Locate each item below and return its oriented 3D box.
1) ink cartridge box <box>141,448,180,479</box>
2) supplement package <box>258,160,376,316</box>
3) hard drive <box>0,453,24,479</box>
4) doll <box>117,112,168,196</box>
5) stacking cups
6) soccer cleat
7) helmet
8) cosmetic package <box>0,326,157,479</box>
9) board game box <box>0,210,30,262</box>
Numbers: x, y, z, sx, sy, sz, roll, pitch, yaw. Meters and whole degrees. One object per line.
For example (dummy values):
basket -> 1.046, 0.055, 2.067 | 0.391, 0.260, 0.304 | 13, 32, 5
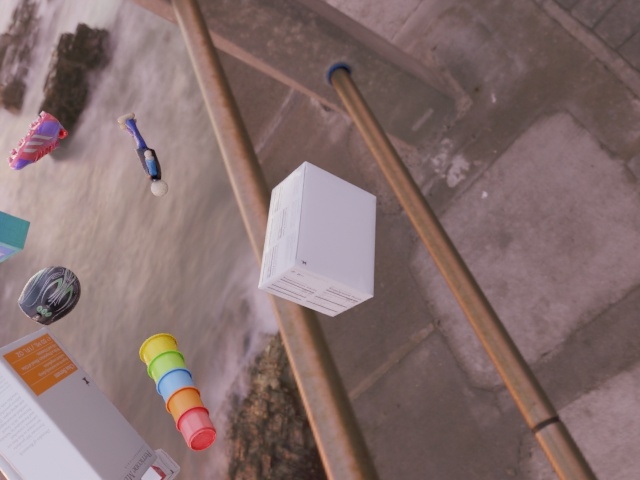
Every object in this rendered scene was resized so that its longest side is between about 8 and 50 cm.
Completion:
ink cartridge box -> -0.513, 0.713, 1.877 | 0.099, 0.135, 0.056 | 39, 89, 17
supplement package -> 0.000, 0.000, 1.320 | 0.145, 0.204, 0.262 | -33, 42, 46
hard drive -> -0.733, 0.592, 1.621 | 0.307, 0.203, 0.040 | 49, 139, 7
doll -> -0.389, -0.186, 1.343 | 0.189, 0.046, 0.129 | 63, 167, 4
stacking cups -> -0.317, 0.343, 1.368 | 0.316, 0.096, 0.096 | 44, 111, 44
soccer cleat -> -0.768, -0.262, 1.644 | 0.083, 0.095, 0.248 | -35, 33, 25
helmet -> -0.813, 0.159, 1.827 | 0.161, 0.169, 0.169 | -46, 43, -1
cosmetic package -> -0.634, 0.453, 1.462 | 0.161, 0.453, 0.230 | -39, 2, 9
board game box -> -0.519, -0.020, 0.778 | 0.160, 0.210, 0.047 | -22, 56, 35
